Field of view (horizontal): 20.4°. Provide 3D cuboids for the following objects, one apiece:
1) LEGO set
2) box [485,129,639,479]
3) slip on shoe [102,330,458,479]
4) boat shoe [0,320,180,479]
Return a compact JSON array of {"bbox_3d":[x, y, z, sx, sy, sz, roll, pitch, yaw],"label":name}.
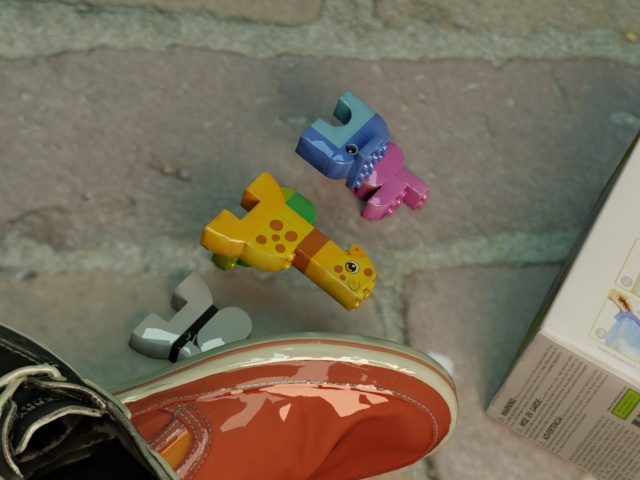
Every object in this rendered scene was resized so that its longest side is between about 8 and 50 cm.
[{"bbox_3d":[0.000,0.000,1.050,0.093,0.087,0.227,39,60,10],"label":"LEGO set"},{"bbox_3d":[0.197,0.030,1.066,0.103,0.114,0.203,29,57,5],"label":"box"},{"bbox_3d":[-0.082,0.129,0.927,0.331,0.123,0.101,-11,48,-13],"label":"slip on shoe"},{"bbox_3d":[-0.127,0.091,0.842,0.219,0.070,0.078,37,61,27],"label":"boat shoe"}]
